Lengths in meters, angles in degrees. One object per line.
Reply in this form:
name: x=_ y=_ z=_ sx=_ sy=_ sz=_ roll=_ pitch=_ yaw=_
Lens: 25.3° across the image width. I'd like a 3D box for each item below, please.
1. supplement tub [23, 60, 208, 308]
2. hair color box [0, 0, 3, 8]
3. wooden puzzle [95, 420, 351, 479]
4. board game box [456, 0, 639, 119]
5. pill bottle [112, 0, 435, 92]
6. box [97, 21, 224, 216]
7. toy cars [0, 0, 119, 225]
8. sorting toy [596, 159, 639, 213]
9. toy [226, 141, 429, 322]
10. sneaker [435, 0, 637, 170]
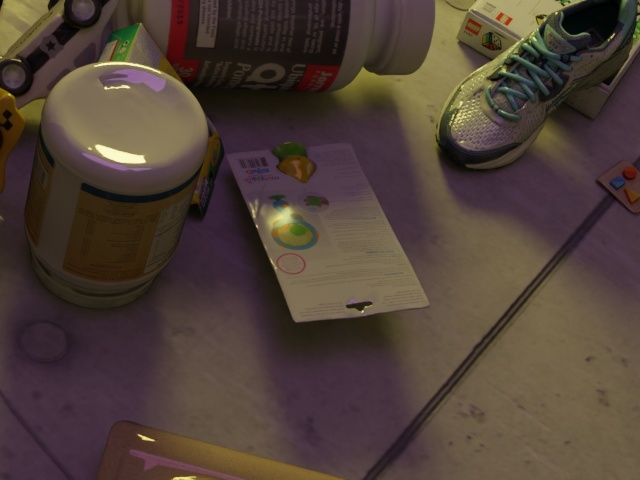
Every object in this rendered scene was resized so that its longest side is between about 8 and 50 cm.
supplement tub: x=-0.187 y=-0.046 z=1.274 sx=0.144 sy=0.199 sz=0.144 roll=10 pitch=49 yaw=-12
hair color box: x=-0.354 y=-0.257 z=1.465 sx=0.053 sy=0.093 sz=0.167 roll=12 pitch=49 yaw=-9
wooden puzzle: x=-0.045 y=0.322 z=1.106 sx=0.322 sy=0.080 sz=0.348 roll=16 pitch=43 yaw=-7
board game box: x=0.319 y=-0.292 z=1.759 sx=0.193 sy=0.053 sz=0.305 roll=33 pitch=49 yaw=9
pill bottle: x=-0.049 y=-0.246 z=1.508 sx=0.318 sy=0.176 sz=0.176 roll=0 pitch=52 yaw=-19
box: x=-0.156 y=-0.112 z=1.394 sx=0.043 sy=0.179 sz=0.105 roll=-14 pitch=40 yaw=27
toy cars: x=-0.289 y=-0.111 z=1.334 sx=0.087 sy=0.176 sz=0.393 roll=46 pitch=42 yaw=-21
sorting toy: x=0.358 y=-0.069 z=1.613 sx=0.062 sy=0.012 sz=0.083 roll=43 pitch=51 yaw=18
toy: x=0.000 y=0.000 z=1.401 sx=0.137 sy=0.056 sz=0.237 roll=-6 pitch=49 yaw=-19
sneaker: x=0.237 y=-0.193 z=1.566 sx=0.283 sy=0.122 sz=0.110 roll=-41 pitch=75 yaw=-17
